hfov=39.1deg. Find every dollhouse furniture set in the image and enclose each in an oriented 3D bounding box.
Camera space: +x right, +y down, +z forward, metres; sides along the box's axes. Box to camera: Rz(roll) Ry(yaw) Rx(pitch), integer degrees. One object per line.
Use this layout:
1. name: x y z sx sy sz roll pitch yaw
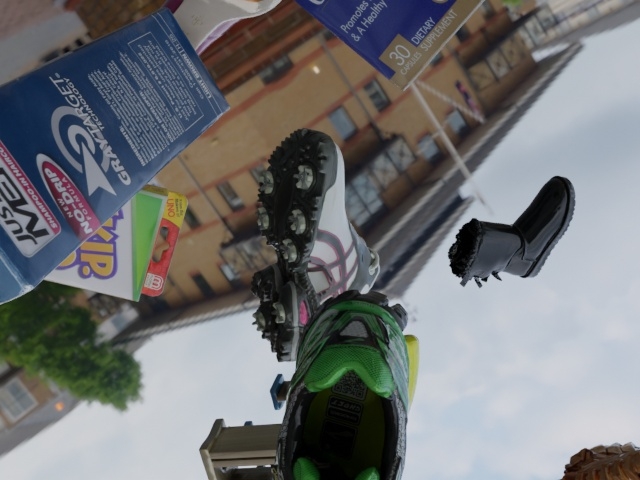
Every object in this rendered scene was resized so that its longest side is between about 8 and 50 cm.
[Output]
1. dollhouse furniture set: -0.048 0.259 1.140 0.130 0.128 0.183 -7 -158 16

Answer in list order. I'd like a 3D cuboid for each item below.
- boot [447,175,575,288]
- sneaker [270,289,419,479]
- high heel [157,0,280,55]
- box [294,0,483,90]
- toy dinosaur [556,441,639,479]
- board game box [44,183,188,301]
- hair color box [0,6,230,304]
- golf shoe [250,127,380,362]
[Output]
1. boot: 0.181 -0.009 0.867 0.045 0.099 0.121 56 -45 47
2. sneaker: 0.003 0.220 0.745 0.134 0.343 0.146 5 -168 10
3. high heel: -0.098 -0.250 0.897 0.244 0.082 0.117 -46 -152 31
4. box: 0.009 -0.216 0.601 0.036 0.225 0.136 -52 -176 -38
5. toy dinosaur: 0.213 0.189 0.544 0.219 0.164 0.322 5 176 25
6. board game box: -0.277 -0.020 0.930 0.039 0.260 0.124 -119 -135 -67
7. hair color box: -0.207 -0.052 0.630 0.174 0.105 0.347 -26 -164 22
8. golf shoe: 0.000 0.000 0.922 0.120 0.272 0.105 -12 -137 -24
